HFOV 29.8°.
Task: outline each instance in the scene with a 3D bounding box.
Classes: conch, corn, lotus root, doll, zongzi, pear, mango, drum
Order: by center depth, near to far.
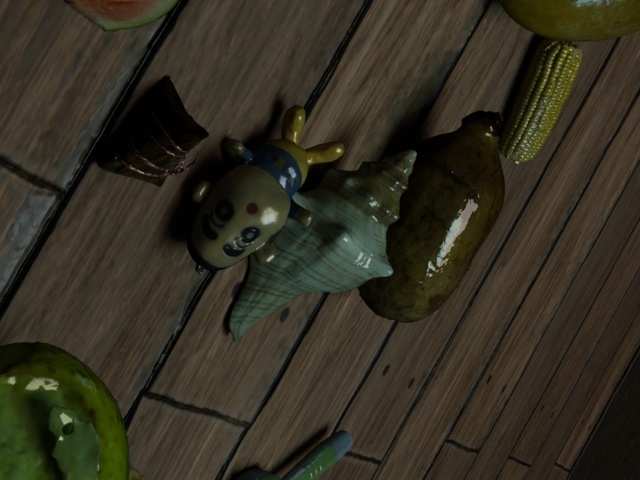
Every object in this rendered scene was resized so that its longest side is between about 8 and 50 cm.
[{"bbox_3d":[-0.214,0.191,0.756,0.255,0.164,0.238,-9,90,-62],"label":"pear"},{"bbox_3d":[-0.111,-0.075,0.883,0.067,0.073,0.083,23,94,-47],"label":"zongzi"},{"bbox_3d":[-0.052,-0.041,1.023,0.179,0.102,0.089,-53,-167,-21],"label":"doll"},{"bbox_3d":[0.010,-0.003,1.151,0.234,0.114,0.137,-42,136,-26],"label":"conch"},{"bbox_3d":[0.125,-0.030,1.319,0.260,0.128,0.145,-60,170,8],"label":"lotus root"},{"bbox_3d":[0.357,-0.357,1.361,0.384,0.199,0.221,-38,155,-18],"label":"mango"},{"bbox_3d":[-0.043,0.278,1.404,0.253,0.049,0.130,-43,150,-36],"label":"drum"},{"bbox_3d":[0.280,-0.180,1.544,0.085,0.063,0.165,-65,176,-70],"label":"corn"}]

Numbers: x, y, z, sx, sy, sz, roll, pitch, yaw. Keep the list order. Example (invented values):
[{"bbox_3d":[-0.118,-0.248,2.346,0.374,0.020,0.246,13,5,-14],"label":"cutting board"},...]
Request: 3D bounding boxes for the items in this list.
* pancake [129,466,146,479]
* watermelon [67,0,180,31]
[{"bbox_3d":[-0.206,0.269,1.112,0.139,0.022,0.139,-44,149,-35],"label":"pancake"},{"bbox_3d":[-0.133,-0.197,0.752,0.163,0.087,0.068,45,37,-67],"label":"watermelon"}]
